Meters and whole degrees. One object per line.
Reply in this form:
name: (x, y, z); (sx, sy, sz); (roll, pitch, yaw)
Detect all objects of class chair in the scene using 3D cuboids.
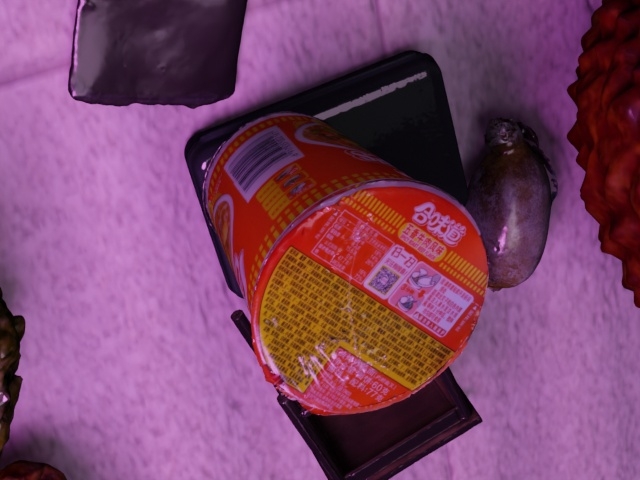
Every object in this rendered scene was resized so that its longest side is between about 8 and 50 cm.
chair: (0.048, 0.144, 1.387); (0.154, 0.141, 0.260); (-32, 131, -1)

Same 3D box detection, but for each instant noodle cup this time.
instant noodle cup: (0.000, 0.000, 1.214); (0.193, 0.212, 0.193); (-10, 118, -18)

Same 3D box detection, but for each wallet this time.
wallet: (-0.112, -0.239, 1.218); (0.146, 0.030, 0.285); (-1, 116, -26)

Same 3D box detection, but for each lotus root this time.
lotus root: (0.168, -0.030, 1.408); (0.088, 0.088, 0.165); (-1, 107, -23)

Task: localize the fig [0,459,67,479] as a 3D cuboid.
fig: (-0.283, 0.314, 1.305); (0.263, 0.224, 0.224); (-41, 124, -9)

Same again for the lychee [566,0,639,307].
lychee: (0.403, -0.100, 1.279); (0.424, 0.424, 0.500); (-29, 136, -7)

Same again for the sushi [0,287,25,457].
sushi: (-0.384, 0.112, 1.189); (0.352, 0.178, 0.294); (-46, 125, 5)

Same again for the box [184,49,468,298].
box: (0.008, -0.057, 1.346); (0.230, 0.050, 0.160); (-23, 122, -11)
